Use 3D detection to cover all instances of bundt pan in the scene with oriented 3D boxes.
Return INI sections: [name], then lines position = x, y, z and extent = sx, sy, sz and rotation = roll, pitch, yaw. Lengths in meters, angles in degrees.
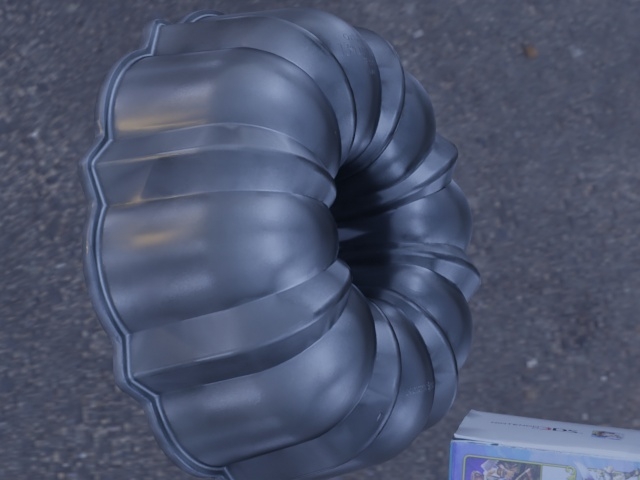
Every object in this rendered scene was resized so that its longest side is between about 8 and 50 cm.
[bundt pan]
position = 0.000, 0.000, 0.905
extent = 0.331, 0.124, 0.331
rotation = 23, 62, -54

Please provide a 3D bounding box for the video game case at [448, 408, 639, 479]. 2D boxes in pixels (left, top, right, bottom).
[video game case]
position = 0.183, 0.232, 0.709
extent = 0.061, 0.244, 0.270
rotation = -32, 125, -73
